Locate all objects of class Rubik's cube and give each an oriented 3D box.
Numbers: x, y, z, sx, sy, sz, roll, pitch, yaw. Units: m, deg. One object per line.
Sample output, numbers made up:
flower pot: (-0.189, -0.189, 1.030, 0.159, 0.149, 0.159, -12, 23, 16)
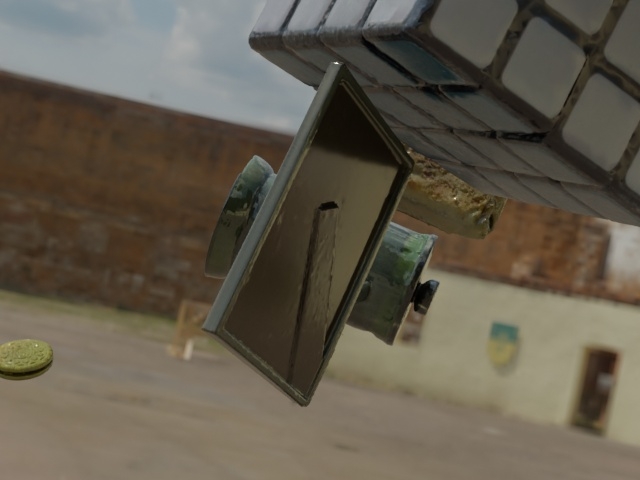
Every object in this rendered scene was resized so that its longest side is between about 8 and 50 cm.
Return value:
Rubik's cube: (0.194, -0.244, 1.442, 0.337, 0.343, 0.344, 31, -8, -24)

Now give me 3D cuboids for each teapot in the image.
teapot: (0.010, 0.031, 2.289, 0.337, 0.200, 0.270, 22, 16, 6)

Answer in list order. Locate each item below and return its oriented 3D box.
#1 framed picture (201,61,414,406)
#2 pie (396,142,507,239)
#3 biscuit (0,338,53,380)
framed picture: (0.000, 0.000, 1.328, 0.023, 0.260, 0.189, 17, -16, 30)
pie: (0.139, -0.094, 2.127, 0.282, 0.128, 0.068, 24, -6, 22)
biscuit: (-0.402, 0.161, 2.069, 0.084, 0.023, 0.084, 0, 25, 0)
